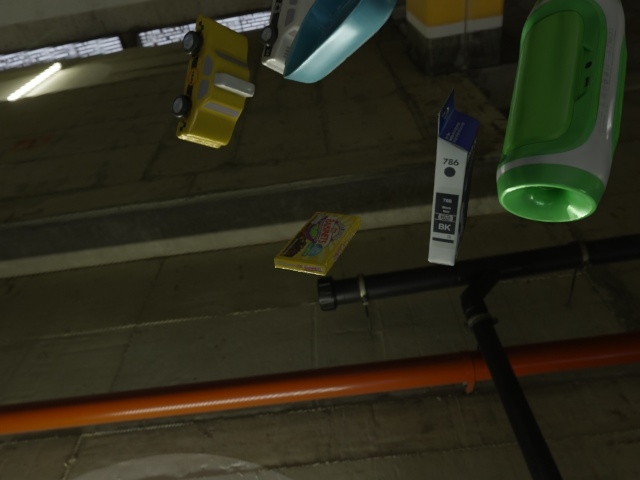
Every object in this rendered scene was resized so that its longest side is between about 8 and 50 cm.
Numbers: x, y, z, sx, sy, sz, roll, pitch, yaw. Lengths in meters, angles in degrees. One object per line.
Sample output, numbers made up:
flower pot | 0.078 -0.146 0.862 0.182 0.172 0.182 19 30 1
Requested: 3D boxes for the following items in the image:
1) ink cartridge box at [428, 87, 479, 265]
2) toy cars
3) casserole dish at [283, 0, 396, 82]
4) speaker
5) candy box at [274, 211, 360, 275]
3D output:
ink cartridge box | 0.277 -0.128 0.984 0.065 0.333 0.165 9 -143 21
toy cars | -0.090 -0.308 0.765 0.087 0.176 0.394 17 -123 38
casserole dish | 0.023 -0.224 0.473 0.188 0.037 0.114 -16 -128 57
speaker | 0.310 -0.180 0.612 0.131 0.131 0.296 9 -108 24
candy box | 0.000 0.000 0.956 0.105 0.027 0.206 10 -148 20
